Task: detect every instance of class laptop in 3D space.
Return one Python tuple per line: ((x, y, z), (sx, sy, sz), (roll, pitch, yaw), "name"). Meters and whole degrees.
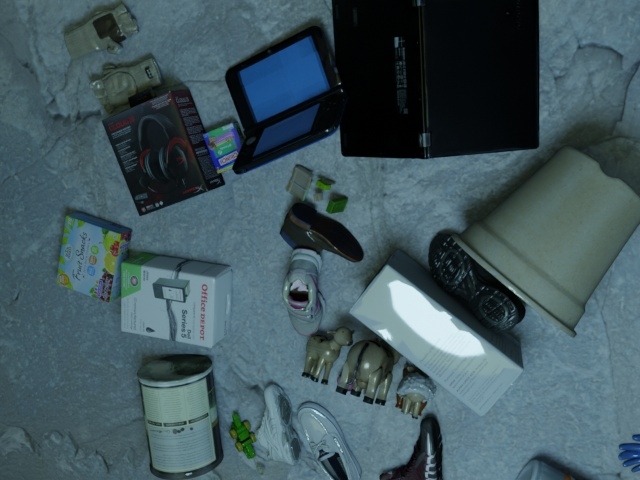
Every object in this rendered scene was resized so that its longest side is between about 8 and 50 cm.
((0.258, -0.390, 1.671), (0.408, 0.236, 0.382), (8, 106, 44), "laptop")

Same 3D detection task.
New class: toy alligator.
((-0.209, 0.565, 2.022), (0.051, 0.056, 0.190), (-11, 104, 62), "toy alligator")

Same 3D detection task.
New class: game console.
((-0.102, -0.326, 1.703), (0.293, 0.250, 0.173), (-20, 123, 28), "game console")

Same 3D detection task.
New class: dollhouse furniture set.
((-0.007, -0.124, 1.811), (0.151, 0.058, 0.076), (35, 119, 27), "dollhouse furniture set")

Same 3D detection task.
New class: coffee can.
((-0.376, 0.472, 1.967), (0.201, 0.201, 0.275), (-1, 102, 17), "coffee can")

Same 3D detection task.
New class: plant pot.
((0.504, -0.019, 1.545), (0.334, 0.334, 0.305), (40, 100, 5), "plant pot")

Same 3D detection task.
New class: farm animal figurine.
((0.114, 0.293, 1.751), (0.330, 0.327, 0.172), (17, 83, 7), "farm animal figurine")

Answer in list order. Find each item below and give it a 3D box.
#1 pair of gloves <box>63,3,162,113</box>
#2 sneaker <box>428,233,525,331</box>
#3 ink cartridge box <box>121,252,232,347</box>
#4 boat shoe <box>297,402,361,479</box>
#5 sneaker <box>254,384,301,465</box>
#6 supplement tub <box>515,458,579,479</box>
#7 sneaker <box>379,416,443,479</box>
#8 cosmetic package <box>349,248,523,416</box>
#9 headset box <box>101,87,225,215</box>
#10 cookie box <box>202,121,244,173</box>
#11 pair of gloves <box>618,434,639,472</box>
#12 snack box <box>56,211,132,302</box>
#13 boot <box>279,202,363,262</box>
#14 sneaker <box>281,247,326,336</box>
((-0.532, -0.471, 1.878), (0.204, 0.042, 0.240), (-25, 97, 17), "pair of gloves")
((0.365, 0.098, 1.709), (0.109, 0.130, 0.286), (-49, 64, 24), "sneaker")
((-0.384, 0.156, 1.941), (0.272, 0.115, 0.198), (8, 105, 15), "ink cartridge box")
((0.021, 0.548, 1.927), (0.095, 0.084, 0.258), (-37, 91, 21), "boat shoe")
((-0.133, 0.501, 1.963), (0.115, 0.090, 0.232), (-8, 99, 22), "sneaker")
((0.609, 0.676, 1.722), (0.316, 0.193, 0.194), (28, 109, 9), "supplement tub")
((0.227, 0.582, 1.865), (0.162, 0.106, 0.281), (0, 103, 20), "sneaker")
((0.273, 0.204, 1.698), (0.385, 0.217, 0.156), (37, 105, 7), "cosmetic package")
((-0.404, -0.237, 1.857), (0.218, 0.110, 0.293), (-17, 98, 20), "headset box")
((-0.235, -0.235, 1.843), (0.091, 0.040, 0.107), (-18, 98, 19), "cookie box")
((0.797, 0.553, 1.727), (0.159, 0.023, 0.198), (-9, 99, 19), "pair of gloves")
((-0.626, 0.045, 2.012), (0.174, 0.070, 0.207), (19, 106, 11), "snack box")
((0.000, 0.000, 1.826), (0.219, 0.082, 0.106), (37, 137, -5), "boot")
((-0.051, 0.149, 1.825), (0.103, 0.111, 0.252), (5, 124, 16), "sneaker")
